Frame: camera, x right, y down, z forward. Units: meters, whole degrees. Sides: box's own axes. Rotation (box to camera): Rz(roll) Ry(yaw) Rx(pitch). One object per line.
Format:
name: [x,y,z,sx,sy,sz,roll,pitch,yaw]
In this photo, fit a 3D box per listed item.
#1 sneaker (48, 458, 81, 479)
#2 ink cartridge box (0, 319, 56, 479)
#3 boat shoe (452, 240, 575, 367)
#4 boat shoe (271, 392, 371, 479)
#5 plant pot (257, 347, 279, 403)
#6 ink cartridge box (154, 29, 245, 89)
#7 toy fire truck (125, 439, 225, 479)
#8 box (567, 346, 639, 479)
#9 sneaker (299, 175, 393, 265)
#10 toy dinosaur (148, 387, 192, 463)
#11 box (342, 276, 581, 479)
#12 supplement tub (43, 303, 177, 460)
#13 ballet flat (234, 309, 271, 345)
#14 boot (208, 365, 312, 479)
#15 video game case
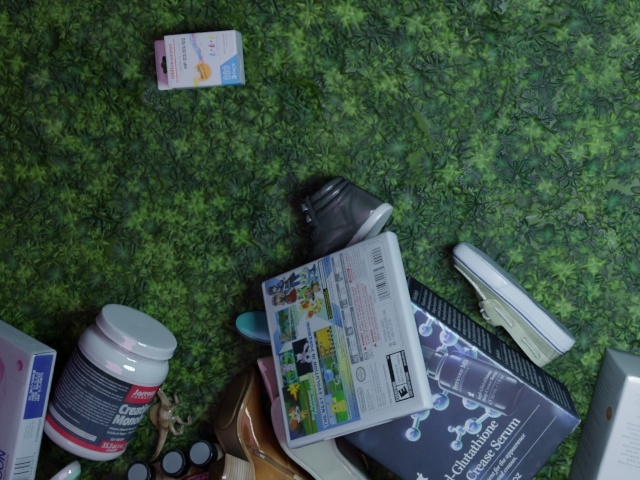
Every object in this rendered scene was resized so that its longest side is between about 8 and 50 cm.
sneaker: [-0.540,0.590,1.968,0.151,0.094,0.256,37,110,7]
ink cartridge box: [-0.682,0.327,1.886,0.330,0.071,0.324,18,101,36]
boat shoe: [0.358,0.127,1.786,0.302,0.109,0.094,43,102,-2]
boat shoe: [0.002,0.401,1.834,0.109,0.091,0.305,-30,110,13]
plant pot: [-0.065,0.266,1.863,0.096,0.109,0.109,-19,95,0]
ink cartridge box: [-0.246,-0.354,1.823,0.181,0.061,0.104,-3,97,8]
toy fire truck: [-0.259,0.558,1.881,0.217,0.158,0.246,-20,64,9]
box: [0.589,0.405,1.735,0.168,0.215,0.345,14,100,5]
sneaker: [0.000,0.000,1.827,0.147,0.104,0.296,43,108,15]
toy dinosaur: [-0.322,0.381,1.945,0.092,0.053,0.183,0,90,23]
box: [0.240,0.309,1.771,0.395,0.212,0.293,35,101,3]
supplement tub: [-0.426,0.286,1.866,0.191,0.191,0.272,31,101,3]
ballet flat: [-0.070,0.181,1.866,0.203,0.074,0.074,3,98,5]
boot: [-0.102,0.413,1.872,0.220,0.283,0.109,29,134,-27]
video game case: [0.039,0.183,1.687,0.300,0.036,0.329,-23,66,29]
